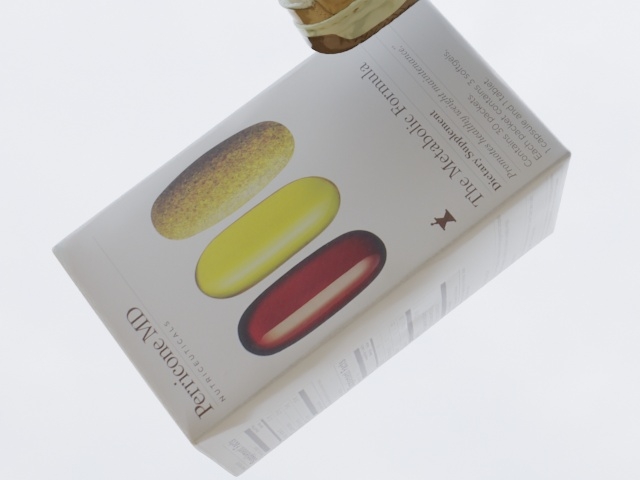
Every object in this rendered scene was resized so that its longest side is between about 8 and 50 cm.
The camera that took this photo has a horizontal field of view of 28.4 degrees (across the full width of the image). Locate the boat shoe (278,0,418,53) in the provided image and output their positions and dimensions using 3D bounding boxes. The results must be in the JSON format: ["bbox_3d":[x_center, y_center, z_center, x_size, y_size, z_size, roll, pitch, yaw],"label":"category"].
[{"bbox_3d":[0.055,-0.173,0.608,0.190,0.068,0.072,-42,-59,-10],"label":"boat shoe"}]

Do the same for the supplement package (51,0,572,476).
[{"bbox_3d":[0.000,0.000,0.710,0.244,0.139,0.134,-38,-18,-6],"label":"supplement package"}]
